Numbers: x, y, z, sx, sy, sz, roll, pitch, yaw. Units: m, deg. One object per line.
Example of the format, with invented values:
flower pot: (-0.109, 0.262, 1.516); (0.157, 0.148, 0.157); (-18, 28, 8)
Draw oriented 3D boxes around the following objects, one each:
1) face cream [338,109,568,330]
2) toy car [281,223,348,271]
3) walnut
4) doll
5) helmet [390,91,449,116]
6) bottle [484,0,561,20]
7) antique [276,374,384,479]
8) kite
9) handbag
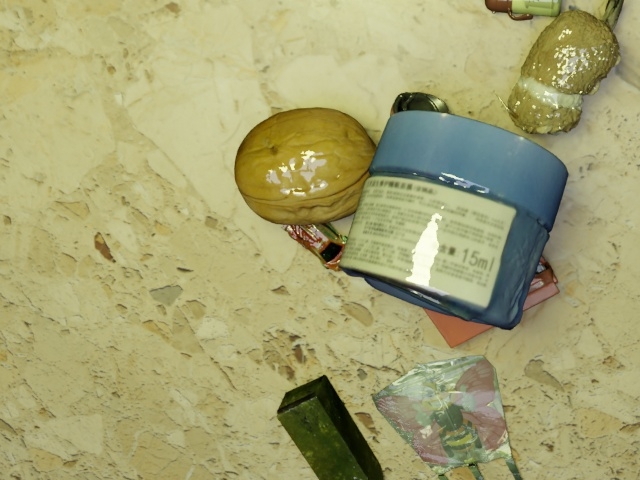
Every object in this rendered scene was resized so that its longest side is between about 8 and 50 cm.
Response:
face cream: (0.166, -0.019, 1.036); (0.249, 0.249, 0.225); (21, 85, 3)
toy car: (0.000, 0.000, 1.218); (0.122, 0.035, 0.059); (43, 106, -4)
walnut: (-0.018, -0.103, 1.124); (0.207, 0.167, 0.167); (-8, 106, 10)
doll: (0.330, -0.234, 1.041); (0.115, 0.105, 0.221); (26, 113, -28)
helmet: (0.135, -0.172, 1.130); (0.084, 0.049, 0.065); (6, 68, -13)
bottle: (0.267, -0.320, 1.059); (0.101, 0.063, 0.047); (5, 138, 11)
antique: (0.022, 0.337, 1.300); (0.080, 0.081, 0.220); (-27, 101, 18)
kite: (0.238, 0.354, 1.302); (0.204, 0.022, 0.360); (-22, 99, 16)
handbag: (0.242, 0.062, 1.186); (0.190, 0.063, 0.127); (-32, 100, 22)
